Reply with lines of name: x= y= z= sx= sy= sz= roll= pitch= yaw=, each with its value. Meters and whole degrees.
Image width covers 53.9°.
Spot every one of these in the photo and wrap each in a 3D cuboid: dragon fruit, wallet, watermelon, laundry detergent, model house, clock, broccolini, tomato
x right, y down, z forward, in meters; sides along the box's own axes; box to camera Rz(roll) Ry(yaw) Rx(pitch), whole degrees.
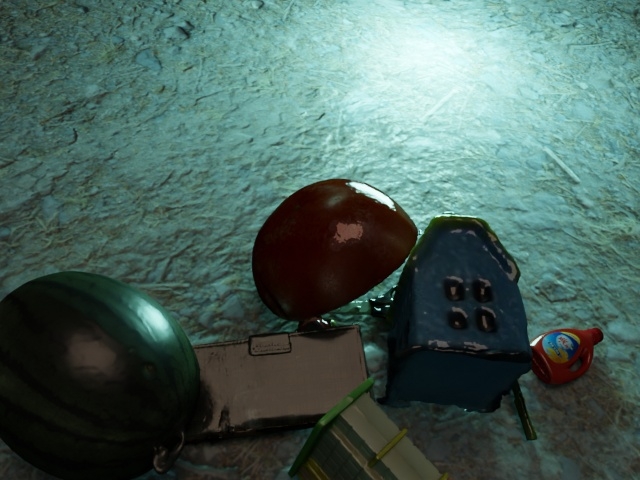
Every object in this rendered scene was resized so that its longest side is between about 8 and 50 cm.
dragon fruit: x=-0.004 y=0.163 z=1.139 sx=0.083 sy=0.056 sz=0.060 roll=13 pitch=48 yaw=6
wallet: x=-0.075 y=0.235 z=1.046 sx=0.316 sy=0.044 sz=0.169 roll=-7 pitch=62 yaw=-5
watermelon: x=-0.328 y=0.199 z=0.916 sx=0.359 sy=0.279 sz=0.279 roll=27 pitch=50 yaw=18
laundry detergent: x=0.464 y=0.205 z=1.168 sx=0.165 sy=0.049 sz=0.097 roll=-16 pitch=59 yaw=-22
model house: x=0.220 y=0.116 z=1.068 sx=0.215 sy=0.237 sz=0.303 roll=8 pitch=54 yaw=0
clock: x=0.092 y=0.355 z=0.877 sx=0.106 sy=0.220 sz=0.255 roll=-32 pitch=67 yaw=-32
broccolini: x=0.343 y=0.241 z=1.126 sx=0.054 sy=0.051 sz=0.239 roll=34 pitch=33 yaw=-40
tomato: x=-0.001 y=-0.012 z=1.131 sx=0.338 sy=0.144 sz=0.338 roll=-27 pitch=24 yaw=13

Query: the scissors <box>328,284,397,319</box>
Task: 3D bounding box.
scissors: x=0.082 y=0.130 z=1.202 sx=0.299 sy=0.022 sz=0.109 roll=-2 pitch=48 yaw=-10
